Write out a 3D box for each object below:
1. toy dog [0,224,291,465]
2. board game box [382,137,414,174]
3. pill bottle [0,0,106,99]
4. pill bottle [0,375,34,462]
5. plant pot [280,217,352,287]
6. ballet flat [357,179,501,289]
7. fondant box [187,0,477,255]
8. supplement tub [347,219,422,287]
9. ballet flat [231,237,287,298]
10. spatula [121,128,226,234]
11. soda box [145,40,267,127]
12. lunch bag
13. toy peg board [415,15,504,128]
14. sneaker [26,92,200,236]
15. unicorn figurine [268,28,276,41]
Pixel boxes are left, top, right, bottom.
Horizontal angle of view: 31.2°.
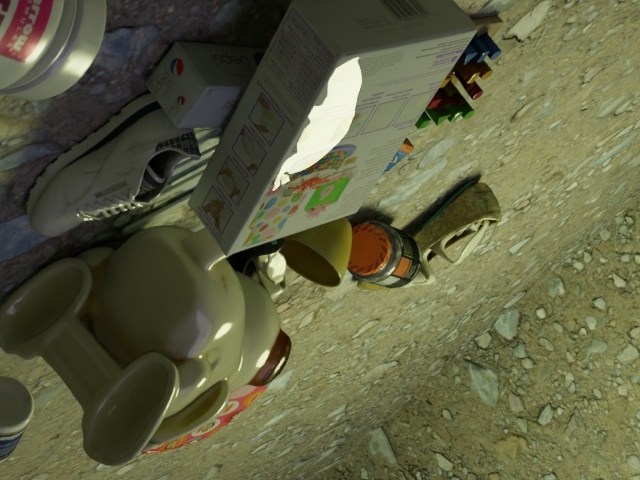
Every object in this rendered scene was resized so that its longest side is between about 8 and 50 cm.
[{"bbox_3d":[-0.207,0.116,1.670,0.395,0.284,0.408,-55,161,3],"label":"toy dog"},{"bbox_3d":[0.039,-0.128,1.787,0.145,0.027,0.281,-39,161,17],"label":"board game box"},{"bbox_3d":[-0.291,-0.196,0.840,0.160,0.160,0.283,-40,161,16],"label":"pill bottle"},{"bbox_3d":[-0.509,0.290,1.775,0.094,0.094,0.169,-18,155,-40],"label":"pill bottle"},{"bbox_3d":[0.000,0.000,1.911,0.095,0.134,0.134,-57,170,-22],"label":"plant pot"},{"bbox_3d":[0.225,0.022,2.340,0.348,0.123,0.123,-40,161,17],"label":"ballet flat"},{"bbox_3d":[0.009,-0.144,1.357,0.238,0.096,0.330,-19,151,-43],"label":"fondant box"},{"bbox_3d":[0.112,0.026,2.153,0.117,0.117,0.190,-39,161,12],"label":"supplement tub"},{"bbox_3d":[-0.101,0.045,1.865,0.095,0.096,0.280,-31,162,-16],"label":"ballet flat"},{"bbox_3d":[-0.164,-0.092,1.550,0.242,0.019,0.168,-28,166,-17],"label":"spatula"},{"bbox_3d":[-0.098,-0.180,1.347,0.216,0.074,0.069,-9,147,-53],"label":"soda box"},{"bbox_3d":[-0.244,0.298,2.210,0.258,0.120,0.293,-10,150,-51],"label":"lunch bag"},{"bbox_3d":[0.195,-0.241,1.692,0.161,0.079,0.161,-17,155,-43],"label":"toy peg board"},{"bbox_3d":[-0.246,-0.069,1.341,0.235,0.095,0.090,-39,163,17],"label":"sneaker"},{"bbox_3d":[0.004,-0.276,1.328,0.111,0.060,0.162,-31,178,-41],"label":"unicorn figurine"}]
